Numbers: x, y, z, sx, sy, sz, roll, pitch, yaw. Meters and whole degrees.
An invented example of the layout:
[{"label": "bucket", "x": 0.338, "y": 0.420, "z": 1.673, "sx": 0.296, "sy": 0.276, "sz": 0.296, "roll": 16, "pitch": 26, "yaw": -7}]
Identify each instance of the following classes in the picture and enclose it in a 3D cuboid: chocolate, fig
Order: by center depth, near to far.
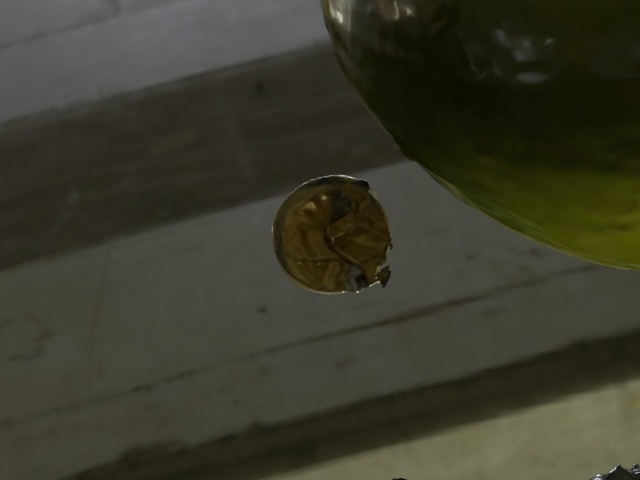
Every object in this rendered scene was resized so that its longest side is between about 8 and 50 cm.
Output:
[{"label": "fig", "x": 0.162, "y": -0.140, "z": 0.901, "sx": 0.343, "sy": 0.343, "sz": 0.343, "roll": -11, "pitch": -155, "yaw": 5}, {"label": "chocolate", "x": 0.000, "y": 0.000, "z": 1.179, "sx": 0.085, "sy": 0.086, "sz": 0.219, "roll": -16, "pitch": 179, "yaw": -5}]

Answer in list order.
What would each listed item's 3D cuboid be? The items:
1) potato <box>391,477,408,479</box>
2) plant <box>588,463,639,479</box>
[{"label": "potato", "x": 0.043, "y": 0.305, "z": 1.340, "sx": 0.120, "sy": 0.261, "sz": 0.100, "roll": 38, "pitch": -124, "yaw": 12}, {"label": "plant", "x": 0.227, "y": 0.276, "z": 1.136, "sx": 0.164, "sy": 0.142, "sz": 0.256, "roll": -8, "pitch": -117, "yaw": 3}]
